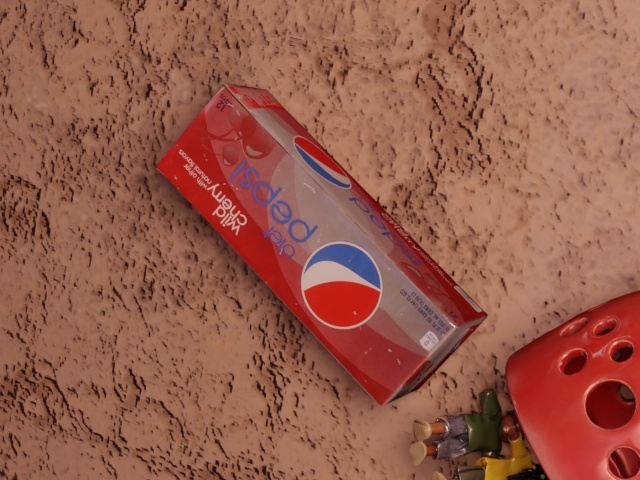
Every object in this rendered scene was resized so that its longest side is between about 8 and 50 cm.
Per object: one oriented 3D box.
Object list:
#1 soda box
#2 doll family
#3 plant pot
[{"bbox_3d":[0.000,0.000,1.153,0.263,0.083,0.092,47,109,14],"label":"soda box"},{"bbox_3d":[0.129,0.211,1.116,0.076,0.111,0.193,27,116,58],"label":"doll family"},{"bbox_3d":[0.245,0.115,1.007,0.174,0.191,0.191,-35,80,13],"label":"plant pot"}]
